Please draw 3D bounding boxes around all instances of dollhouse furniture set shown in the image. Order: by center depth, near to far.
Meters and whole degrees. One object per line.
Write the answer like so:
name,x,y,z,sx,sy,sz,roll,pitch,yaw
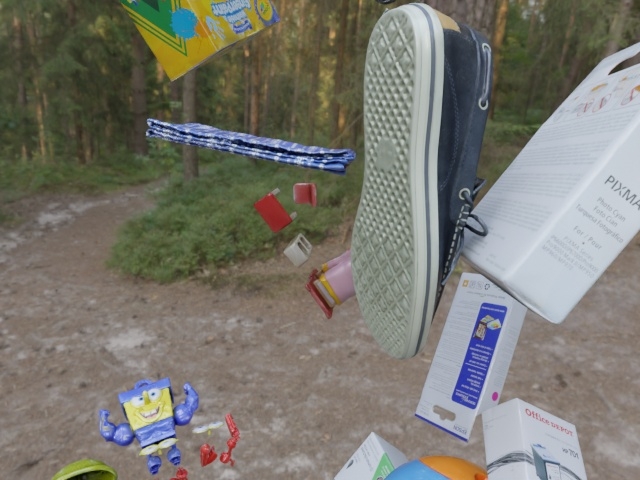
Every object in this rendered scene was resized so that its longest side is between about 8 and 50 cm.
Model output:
dollhouse furniture set,0.000,0.000,1.411,0.201,0.374,0.152,-35,9,14

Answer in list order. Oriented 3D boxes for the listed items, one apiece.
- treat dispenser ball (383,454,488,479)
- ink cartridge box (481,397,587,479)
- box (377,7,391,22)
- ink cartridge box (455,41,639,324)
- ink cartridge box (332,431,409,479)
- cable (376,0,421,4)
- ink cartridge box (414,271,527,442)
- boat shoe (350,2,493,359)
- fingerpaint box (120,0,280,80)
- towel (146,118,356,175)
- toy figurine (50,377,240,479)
treat dispenser ball,0.215,0.522,0.885,0.288,0.288,0.288,3,20,-1
ink cartridge box,0.329,0.360,0.785,0.140,0.082,0.190,27,45,-18
box,0.247,-0.441,1.187,0.220,0.051,0.175,37,24,9
ink cartridge box,0.350,-0.096,0.695,0.091,0.385,0.308,39,7,-3
ink cartridge box,0.104,0.648,1.233,0.121,0.289,0.211,39,0,-15
cable,0.143,-0.511,0.861,0.140,0.287,0.072,-15,61,3
ink cartridge box,0.349,0.258,1.187,0.069,0.370,0.176,29,-12,-27
boat shoe,0.147,-0.059,0.732,0.156,0.500,0.187,-7,20,-26
fingerpaint box,-0.322,-0.648,1.293,0.163,0.371,0.445,-21,23,27
towel,-0.102,-0.175,0.914,0.336,0.040,0.243,12,14,3
toy figurine,-0.371,0.396,1.068,0.363,0.191,0.217,-16,45,-20
